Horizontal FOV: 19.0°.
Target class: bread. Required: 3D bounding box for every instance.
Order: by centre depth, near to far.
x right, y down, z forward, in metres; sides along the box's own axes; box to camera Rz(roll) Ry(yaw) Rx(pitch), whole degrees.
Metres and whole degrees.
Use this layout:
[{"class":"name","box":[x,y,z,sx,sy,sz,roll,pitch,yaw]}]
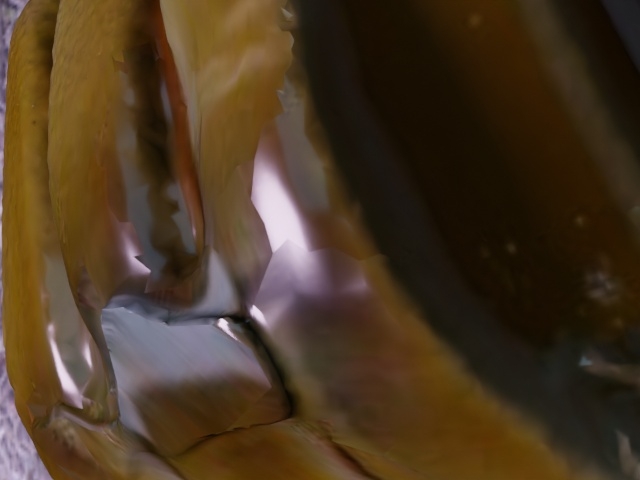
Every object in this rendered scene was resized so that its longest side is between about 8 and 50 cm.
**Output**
[{"class":"bread","box":[0.000,0.000,0.692,0.341,0.210,0.300,-17,97,54]}]
